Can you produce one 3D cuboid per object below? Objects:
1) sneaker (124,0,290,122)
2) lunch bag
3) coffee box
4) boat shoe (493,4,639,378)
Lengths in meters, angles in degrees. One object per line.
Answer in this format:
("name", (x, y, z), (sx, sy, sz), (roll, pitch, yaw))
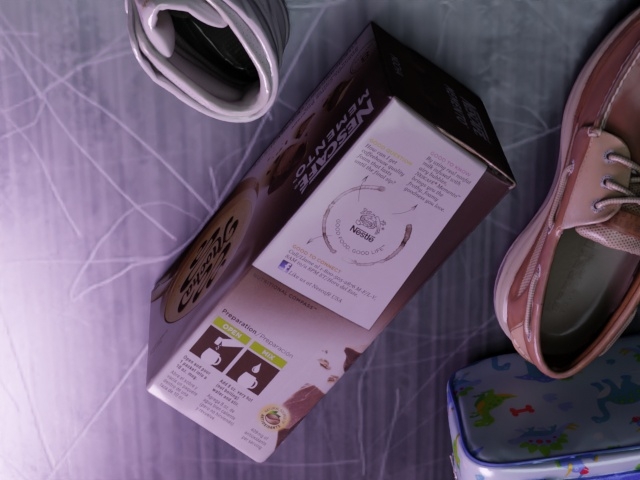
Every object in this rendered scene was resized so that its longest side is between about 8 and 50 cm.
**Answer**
("sneaker", (-0.114, -0.217, 1.212), (0.108, 0.169, 0.292), (-33, 112, 14))
("lunch bag", (0.215, 0.160, 1.409), (0.219, 0.176, 0.090), (-9, 116, 0))
("coffee box", (0.000, 0.000, 1.323), (0.119, 0.168, 0.297), (34, 110, -18))
("boat shoe", (0.238, -0.031, 1.351), (0.123, 0.116, 0.324), (14, 114, -10))
